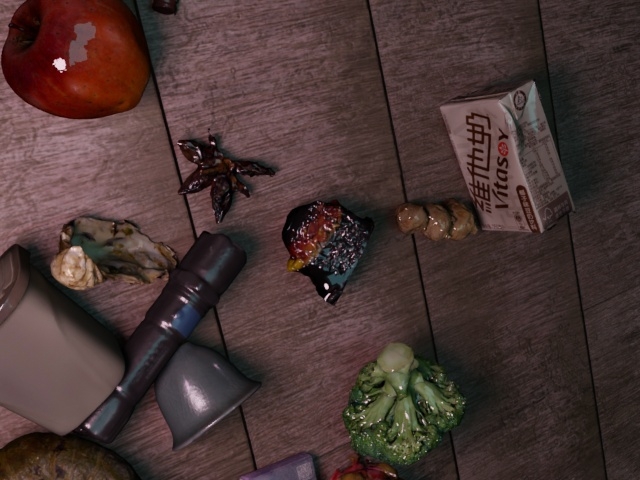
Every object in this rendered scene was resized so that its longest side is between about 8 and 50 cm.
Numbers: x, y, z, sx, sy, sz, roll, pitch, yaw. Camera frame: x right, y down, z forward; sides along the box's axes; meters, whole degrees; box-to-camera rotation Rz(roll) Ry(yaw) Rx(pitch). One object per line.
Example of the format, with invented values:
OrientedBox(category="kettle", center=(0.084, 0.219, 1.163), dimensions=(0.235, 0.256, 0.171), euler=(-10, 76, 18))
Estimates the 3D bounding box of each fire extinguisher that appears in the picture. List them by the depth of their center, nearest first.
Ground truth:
OrientedBox(category="fire extinguisher", center=(-0.268, -0.491, 1.562), dimensions=(0.064, 0.043, 0.158), euler=(16, 84, -47))

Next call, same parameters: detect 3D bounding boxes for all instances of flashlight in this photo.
OrientedBox(category="flashlight", center=(-0.279, 0.167, 1.504), dimensions=(0.103, 0.103, 0.424), euler=(45, 68, -27))

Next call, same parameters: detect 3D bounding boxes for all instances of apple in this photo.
OrientedBox(category="apple", center=(-0.396, -0.299, 1.390), dimensions=(0.234, 0.234, 0.233), euler=(-2, 94, -33))

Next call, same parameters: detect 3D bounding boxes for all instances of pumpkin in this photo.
OrientedBox(category="pumpkin", center=(-0.451, 0.432, 1.418), dimensions=(0.325, 0.242, 0.232), euler=(-20, 81, -18))

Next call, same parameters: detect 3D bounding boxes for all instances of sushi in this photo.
OrientedBox(category="sushi", center=(0.000, 0.000, 1.707), dimensions=(0.150, 0.153, 0.172), euler=(30, 98, -12))

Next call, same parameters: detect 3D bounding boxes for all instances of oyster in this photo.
OrientedBox(category="oyster", center=(-0.353, 0.040, 1.476), dimensions=(0.294, 0.166, 0.094), euler=(16, 114, -53))

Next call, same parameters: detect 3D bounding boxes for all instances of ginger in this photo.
OrientedBox(category="ginger", center=(0.251, -0.045, 1.901), dimensions=(0.204, 0.080, 0.104), euler=(-2, 62, -33))

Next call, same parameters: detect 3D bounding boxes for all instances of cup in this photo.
OrientedBox(category="cup", center=(-0.228, 0.264, 1.570), dimensions=(0.199, 0.199, 0.150), euler=(-36, 87, -26))

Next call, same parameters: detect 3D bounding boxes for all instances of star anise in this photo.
OrientedBox(category="star anise", center=(-0.195, -0.115, 1.624), dimensions=(0.212, 0.053, 0.157), euler=(32, 75, -32))

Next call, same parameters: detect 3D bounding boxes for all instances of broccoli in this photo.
OrientedBox(category="broccoli", center=(0.170, 0.327, 1.761), dimensions=(0.270, 0.270, 0.270), euler=(-35, 136, -26))

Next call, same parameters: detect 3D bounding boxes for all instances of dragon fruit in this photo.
OrientedBox(category="dragon fruit", center=(0.082, 0.554, 1.778), dimensions=(0.282, 0.147, 0.211), euler=(20, 89, -51))

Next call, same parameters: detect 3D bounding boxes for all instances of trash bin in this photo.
OrientedBox(category="trash bin", center=(-0.462, 0.166, 1.368), dimensions=(0.220, 0.219, 0.250), euler=(-44, 124, 2))

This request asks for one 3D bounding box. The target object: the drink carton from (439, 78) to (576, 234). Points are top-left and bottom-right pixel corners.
OrientedBox(category="drink carton", center=(0.418, -0.180, 1.932), dimensions=(0.132, 0.194, 0.324), euler=(-31, 108, -29))

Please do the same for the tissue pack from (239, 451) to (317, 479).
OrientedBox(category="tissue pack", center=(-0.081, 0.505, 1.736), dimensions=(0.156, 0.051, 0.112), euler=(-14, 99, -32))
